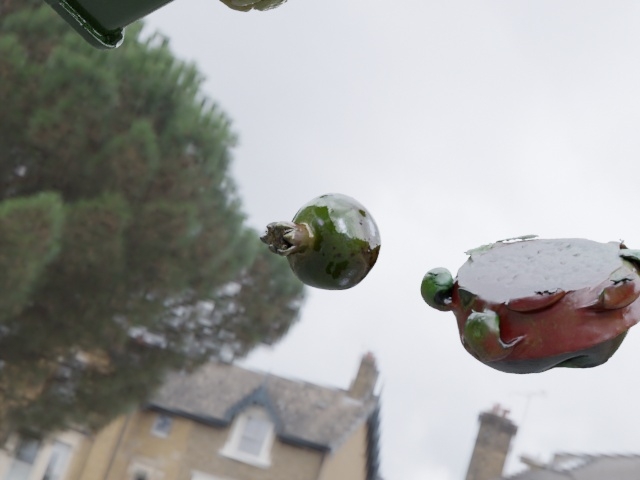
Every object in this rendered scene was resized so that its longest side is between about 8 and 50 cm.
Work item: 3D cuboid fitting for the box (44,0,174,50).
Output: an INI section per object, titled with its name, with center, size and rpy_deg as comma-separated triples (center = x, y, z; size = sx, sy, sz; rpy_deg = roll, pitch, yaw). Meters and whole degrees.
[box]
center = -0.249, -0.392, 1.347
size = 0.177, 0.253, 0.328
rpy_deg = -16, -36, 26

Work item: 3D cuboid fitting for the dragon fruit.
[dragon fruit]
center = 0.274, 0.077, 1.584
size = 0.295, 0.268, 0.130
rpy_deg = -4, -67, 22

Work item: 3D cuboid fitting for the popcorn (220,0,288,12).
[popcorn]
center = -0.095, -0.408, 1.795
size = 0.167, 0.185, 0.187
rpy_deg = -1, -11, 31

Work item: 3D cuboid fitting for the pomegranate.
[pomegranate]
center = 0.000, 0.000, 1.438
size = 0.142, 0.114, 0.114
rpy_deg = 6, -7, -43
